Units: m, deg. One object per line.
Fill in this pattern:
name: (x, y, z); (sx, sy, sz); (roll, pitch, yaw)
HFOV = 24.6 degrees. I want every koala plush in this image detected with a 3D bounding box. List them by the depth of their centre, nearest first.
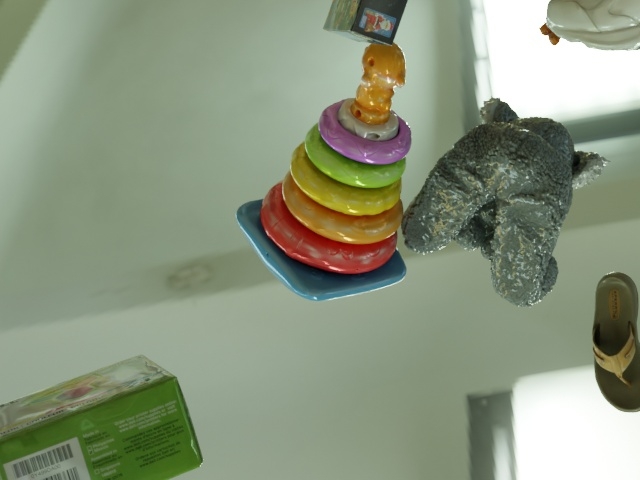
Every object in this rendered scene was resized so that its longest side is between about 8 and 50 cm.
koala plush: (0.236, -0.077, 1.716); (0.196, 0.203, 0.221); (30, -141, 13)

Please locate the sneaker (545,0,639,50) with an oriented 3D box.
sneaker: (0.289, -0.219, 1.194); (0.232, 0.115, 0.090); (-3, -166, 34)

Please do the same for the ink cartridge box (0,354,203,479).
ink cartridge box: (-0.250, 0.184, 1.454); (0.189, 0.097, 0.255); (-19, -166, -19)

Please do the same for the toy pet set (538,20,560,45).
toy pet set: (0.285, -0.283, 1.674); (0.122, 0.065, 0.114); (-48, -162, 19)

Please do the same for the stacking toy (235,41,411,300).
stacking toy: (0.037, -0.096, 1.624); (0.166, 0.302, 0.175); (-13, -134, -36)

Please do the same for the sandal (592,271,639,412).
sandal: (0.375, 0.129, 1.857); (0.072, 0.180, 0.049); (-7, 175, 27)

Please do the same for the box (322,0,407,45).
box: (0.073, -0.310, 1.449); (0.044, 0.233, 0.159); (18, -175, -12)
